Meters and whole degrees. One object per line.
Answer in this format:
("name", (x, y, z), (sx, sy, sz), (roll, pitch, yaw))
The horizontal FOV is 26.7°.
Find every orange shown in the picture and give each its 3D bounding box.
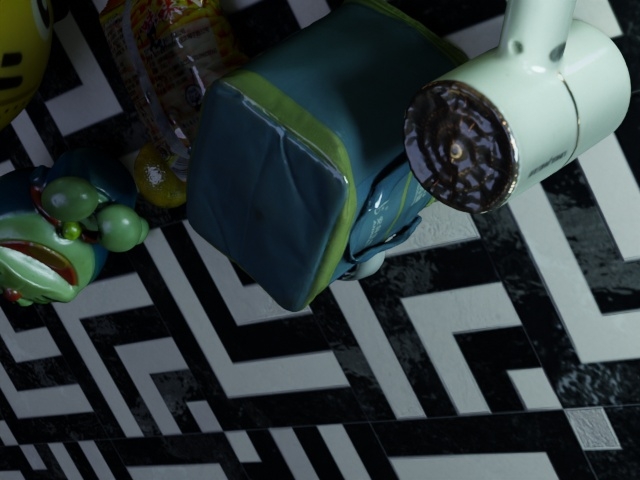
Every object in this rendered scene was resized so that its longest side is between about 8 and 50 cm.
("orange", (-0.196, -0.086, 1.733), (0.085, 0.085, 0.095), (20, 120, 36))

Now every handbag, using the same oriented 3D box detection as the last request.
("handbag", (0.009, -0.092, 1.396), (0.222, 0.241, 0.263), (36, 140, 21))

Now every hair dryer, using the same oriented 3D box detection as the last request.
("hair dryer", (0.193, -0.211, 1.159), (0.128, 0.203, 0.362), (31, 132, 29))

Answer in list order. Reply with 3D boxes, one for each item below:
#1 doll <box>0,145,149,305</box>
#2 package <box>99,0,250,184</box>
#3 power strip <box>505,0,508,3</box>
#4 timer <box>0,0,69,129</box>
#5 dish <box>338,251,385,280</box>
("doll", (-0.369, -0.022, 1.888), (0.322, 0.186, 0.198), (-28, 129, 35))
("package", (-0.160, -0.201, 1.595), (0.223, 0.108, 0.288), (-23, 98, 49))
("power strip", (0.119, -0.325, 1.276), (0.060, 0.027, 0.253), (-29, 96, 51))
("timer", (-0.486, -0.306, 1.687), (0.376, 0.376, 0.387), (40, 120, 17))
("dish", (0.000, 0.000, 1.604), (0.141, 0.078, 0.141), (26, 134, 30))
